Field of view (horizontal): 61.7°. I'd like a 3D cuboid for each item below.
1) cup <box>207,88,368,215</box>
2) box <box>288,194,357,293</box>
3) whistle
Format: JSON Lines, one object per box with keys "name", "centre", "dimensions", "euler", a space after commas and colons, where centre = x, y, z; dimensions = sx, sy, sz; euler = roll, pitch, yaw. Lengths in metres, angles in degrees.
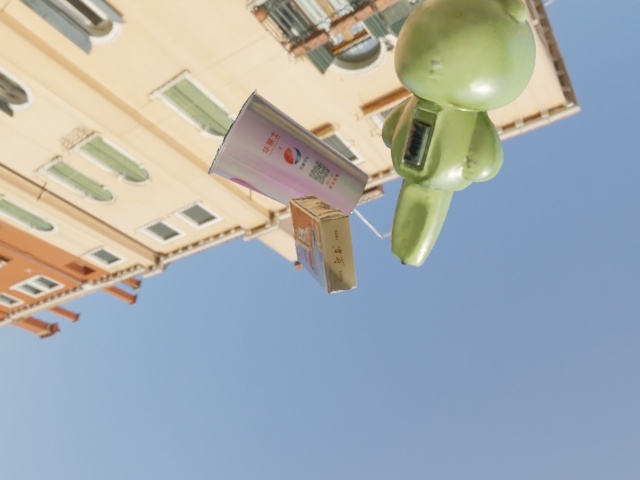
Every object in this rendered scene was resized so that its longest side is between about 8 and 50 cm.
{"name": "cup", "centre": [-0.058, -0.151, 1.102], "dimensions": [0.203, 0.288, 0.203], "euler": [-58, -170, 17]}
{"name": "box", "centre": [0.000, 0.000, 0.392], "dimensions": [0.024, 0.053, 0.083], "euler": [-13, -161, -16]}
{"name": "whistle", "centre": [0.136, -0.119, 0.555], "dimensions": [0.141, 0.294, 0.141], "euler": [2, -146, -1]}
